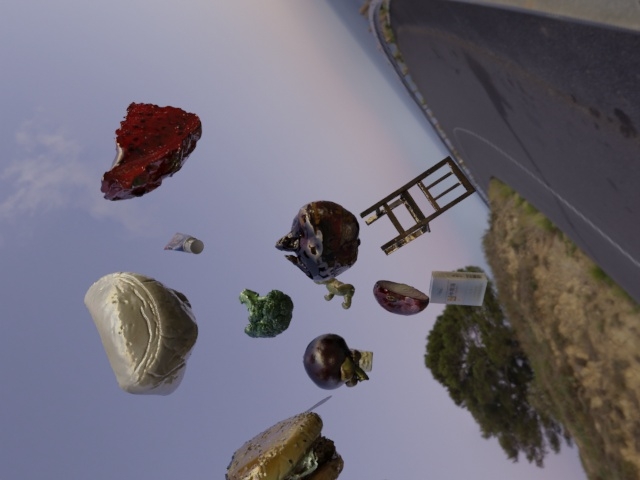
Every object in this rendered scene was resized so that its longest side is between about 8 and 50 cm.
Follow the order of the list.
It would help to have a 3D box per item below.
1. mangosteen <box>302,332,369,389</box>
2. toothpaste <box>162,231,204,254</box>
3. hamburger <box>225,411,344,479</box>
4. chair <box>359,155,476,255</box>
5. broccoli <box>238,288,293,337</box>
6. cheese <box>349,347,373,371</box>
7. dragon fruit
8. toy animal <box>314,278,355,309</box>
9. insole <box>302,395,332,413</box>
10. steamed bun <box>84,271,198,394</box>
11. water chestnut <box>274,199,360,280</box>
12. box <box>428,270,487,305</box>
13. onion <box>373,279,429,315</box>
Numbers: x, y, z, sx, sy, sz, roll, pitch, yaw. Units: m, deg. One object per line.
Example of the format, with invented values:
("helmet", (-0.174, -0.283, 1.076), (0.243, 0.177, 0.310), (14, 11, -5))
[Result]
("mangosteen", (0.055, 0.413, 1.424), (0.194, 0.231, 0.193), (9, -90, -69))
("toothpaste", (-0.553, 0.012, 1.695), (0.266, 0.096, 0.061), (8, 146, 48))
("hamburger", (-0.087, 0.609, 1.157), (0.195, 0.277, 0.318), (57, 174, 5))
("chair", (0.393, -0.132, 1.743), (0.203, 0.416, 0.241), (59, -172, 14))
("broccoli", (-0.255, 0.325, 1.922), (0.270, 0.269, 0.270), (35, -167, 20))
("cheese", (0.130, 0.486, 1.737), (0.123, 0.168, 0.093), (78, -164, -66))
("dragon fruit", (-0.499, -0.210, 1.291), (0.228, 0.285, 0.329), (10, -132, -9))
("toy animal", (0.062, 0.194, 1.765), (0.219, 0.101, 0.103), (16, 134, 47))
("insole", (-0.019, 0.634, 1.620), (0.002, 0.153, 0.053), (52, 161, 30))
("steamed bun", (-0.511, 0.254, 1.271), (0.383, 0.236, 0.247), (49, 175, 28))
("water chestnut", (0.000, 0.000, 1.476), (0.289, 0.289, 0.244), (50, -131, -5))
("box", (0.632, 0.221, 1.967), (0.067, 0.243, 0.155), (-78, -12, -58))
("onion", (0.284, 0.223, 1.552), (0.206, 0.098, 0.151), (20, -160, 27))
